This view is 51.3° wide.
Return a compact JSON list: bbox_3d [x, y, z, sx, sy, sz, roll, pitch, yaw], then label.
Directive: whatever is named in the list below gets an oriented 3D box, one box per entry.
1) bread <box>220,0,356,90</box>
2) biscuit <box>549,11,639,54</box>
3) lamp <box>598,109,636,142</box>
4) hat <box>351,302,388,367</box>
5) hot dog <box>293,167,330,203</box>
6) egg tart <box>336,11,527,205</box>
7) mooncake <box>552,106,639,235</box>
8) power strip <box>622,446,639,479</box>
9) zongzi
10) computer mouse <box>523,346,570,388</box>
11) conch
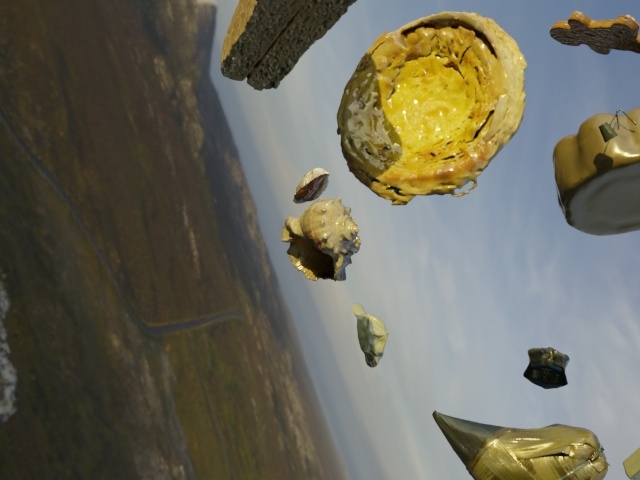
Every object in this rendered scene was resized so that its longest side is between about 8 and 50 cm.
[{"bbox_3d":[-0.029,-0.331,0.840,0.337,0.102,0.183,-28,-135,59],"label":"bread"},{"bbox_3d":[0.534,-0.403,1.292,0.138,0.031,0.205,24,0,-35],"label":"biscuit"},{"bbox_3d":[0.687,-0.271,1.563,0.041,0.121,0.054,-38,-99,50],"label":"lamp"},{"bbox_3d":[0.133,0.238,1.753,0.166,0.081,0.122,-108,177,-59],"label":"hat"},{"bbox_3d":[-0.026,-0.156,1.955,0.053,0.099,0.192,60,-25,9],"label":"hot dog"},{"bbox_3d":[0.156,-0.172,0.921,0.107,0.290,0.291,31,33,-58],"label":"egg tart"},{"bbox_3d":[0.795,-0.185,1.741,0.378,0.378,0.201,74,12,-57],"label":"mooncake"},{"bbox_3d":[0.714,0.407,1.317,0.046,0.118,0.270,-86,-170,-45],"label":"power strip"},{"bbox_3d":[0.390,0.391,1.303,0.274,0.251,0.125,55,18,10],"label":"zongzi"},{"bbox_3d":[0.410,0.221,1.205,0.135,0.079,0.047,70,33,-51],"label":"computer mouse"},{"bbox_3d":[0.000,0.000,1.459,0.163,0.245,0.178,10,80,-45],"label":"conch"}]
